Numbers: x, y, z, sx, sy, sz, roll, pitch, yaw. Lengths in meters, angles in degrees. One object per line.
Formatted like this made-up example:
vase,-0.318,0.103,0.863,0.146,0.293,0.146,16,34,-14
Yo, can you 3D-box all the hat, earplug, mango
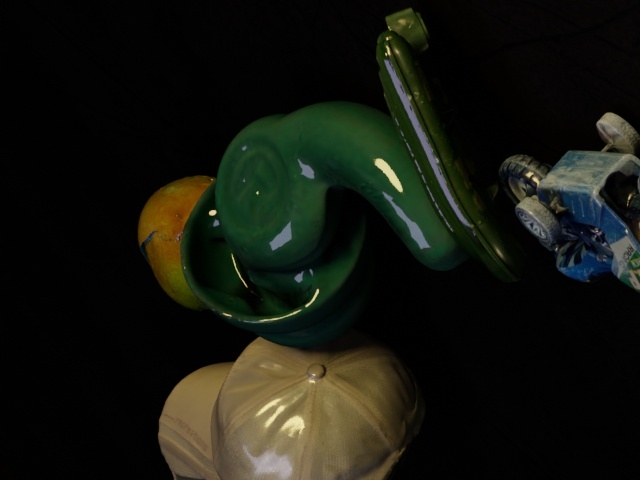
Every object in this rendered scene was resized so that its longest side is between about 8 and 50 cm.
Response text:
hat,-0.038,0.152,1.695,0.275,0.232,0.161,7,128,49
earplug,0.005,-0.006,1.526,0.257,0.164,0.280,-4,153,10
mango,-0.115,0.004,1.755,0.125,0.111,0.233,64,169,3

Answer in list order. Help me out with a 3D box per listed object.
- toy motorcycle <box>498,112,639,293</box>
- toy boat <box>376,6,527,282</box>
toy motorcycle,0.206,-0.004,1.207,0.135,0.092,0.254,48,167,-19
toy boat,0.090,-0.063,1.301,0.210,0.052,0.104,65,-171,-3
